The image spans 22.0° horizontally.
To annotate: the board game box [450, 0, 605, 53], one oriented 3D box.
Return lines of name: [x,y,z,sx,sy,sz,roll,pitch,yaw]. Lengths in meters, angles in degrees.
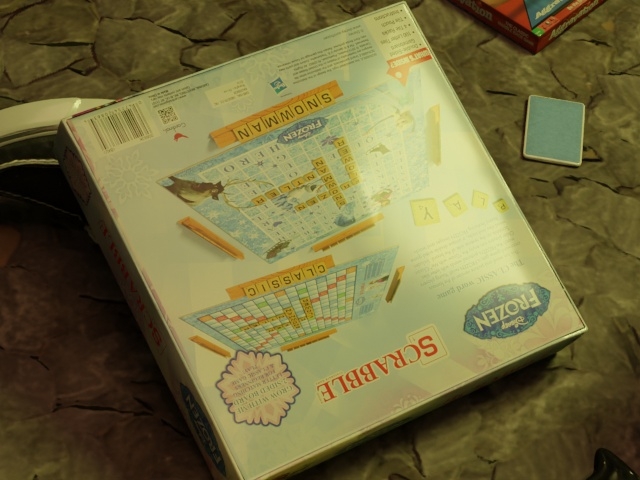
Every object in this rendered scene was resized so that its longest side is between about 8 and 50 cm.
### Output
board game box: [0.251,-0.299,1.694,0.145,0.027,0.281,35,54,25]

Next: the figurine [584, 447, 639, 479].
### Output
figurine: [0.305,0.193,1.224,0.209,0.092,0.215,34,53,28]

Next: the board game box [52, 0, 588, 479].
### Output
board game box: [0.000,0.000,1.302,0.318,0.066,0.318,-21,76,-23]

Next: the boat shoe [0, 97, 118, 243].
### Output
boat shoe: [-0.151,-0.043,1.373,0.306,0.113,0.105,4,61,-20]

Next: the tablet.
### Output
tablet: [0.217,-0.102,1.528,0.054,0.006,0.083,9,49,2]
